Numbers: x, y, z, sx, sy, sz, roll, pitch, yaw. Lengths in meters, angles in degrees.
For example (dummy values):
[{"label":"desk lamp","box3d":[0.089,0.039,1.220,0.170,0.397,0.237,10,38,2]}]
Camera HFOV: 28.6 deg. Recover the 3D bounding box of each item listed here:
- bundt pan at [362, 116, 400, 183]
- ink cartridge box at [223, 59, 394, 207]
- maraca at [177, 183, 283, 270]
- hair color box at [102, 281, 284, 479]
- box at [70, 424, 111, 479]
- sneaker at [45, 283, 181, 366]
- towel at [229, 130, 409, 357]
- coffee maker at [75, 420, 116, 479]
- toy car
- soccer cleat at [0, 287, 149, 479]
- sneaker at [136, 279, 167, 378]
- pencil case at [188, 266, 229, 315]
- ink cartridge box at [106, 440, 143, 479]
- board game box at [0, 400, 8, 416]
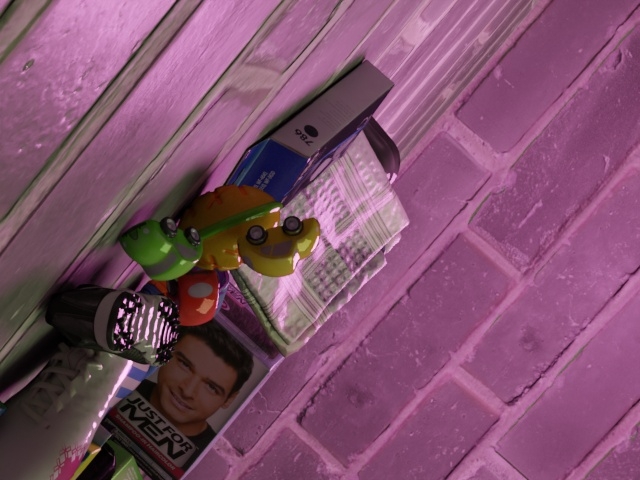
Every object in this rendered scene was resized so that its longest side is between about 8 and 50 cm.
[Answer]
[{"label":"bundt pan","box3d":[0.021,-0.071,2.207,0.331,0.124,0.331,-49,175,-6]},{"label":"ink cartridge box","box3d":[-0.027,-0.121,1.734,0.332,0.065,0.165,-42,173,-48]},{"label":"maraca","box3d":[-0.129,-0.008,1.524,0.185,0.099,0.127,-24,174,24]},{"label":"hair color box","box3d":[-0.223,0.254,2.194,0.374,0.185,0.113,-52,174,32]},{"label":"box","box3d":[-0.362,0.279,1.582,0.178,0.109,0.042,-49,174,7]},{"label":"sneaker","box3d":[-0.223,0.086,1.344,0.234,0.106,0.078,42,60,-75]},{"label":"towel","box3d":[0.000,0.000,2.004,0.312,0.056,0.324,-46,140,-17]},{"label":"coffee maker","box3d":[-0.423,0.388,2.012,0.178,0.120,0.171,-45,151,-50]},{"label":"toy car","box3d":[-0.136,0.030,1.402,0.239,0.053,0.225,-30,153,24]},{"label":"soccer cleat","box3d":[-0.283,0.160,1.406,0.331,0.116,0.143,-56,167,-62]},{"label":"sneaker","box3d":[-0.253,0.127,1.652,0.087,0.083,0.221,-28,158,-37]},{"label":"pencil case","box3d":[-0.177,0.074,1.897,0.152,0.070,0.065,113,-16,-68]},{"label":"ink cartridge box","box3d":[-0.439,0.496,2.206,0.273,0.114,0.198,-45,149,-27]},{"label":"board game box","box3d":[-0.404,0.230,1.244,0.201,0.035,0.136,-48,176,-9]}]
